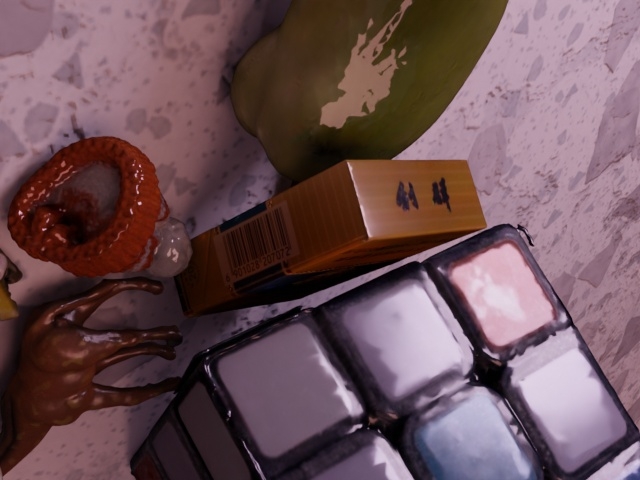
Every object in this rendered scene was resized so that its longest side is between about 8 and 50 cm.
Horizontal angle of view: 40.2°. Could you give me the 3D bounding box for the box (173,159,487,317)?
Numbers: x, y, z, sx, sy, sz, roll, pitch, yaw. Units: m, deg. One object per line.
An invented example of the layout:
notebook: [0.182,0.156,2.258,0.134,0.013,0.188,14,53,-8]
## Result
box: [0.000,0.001,0.745,0.152,0.070,0.237,-6,169,-45]

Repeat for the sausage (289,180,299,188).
sausage: [0.002,-0.091,0.807,0.035,0.030,0.147,-10,130,-41]

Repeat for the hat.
hat: [-0.154,-0.010,0.685,0.112,0.094,0.162,-39,164,3]

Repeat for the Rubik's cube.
Rubik's cube: [0.069,0.244,0.833,0.358,0.362,0.363,-26,165,-29]

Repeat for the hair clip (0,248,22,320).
hair clip: [-0.252,-0.014,0.581,0.062,0.056,0.214,-10,141,3]

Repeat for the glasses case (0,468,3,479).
glasses case: [-0.346,0.230,0.688,0.204,0.051,0.081,-38,117,-2]

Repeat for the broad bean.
broad bean: [0.052,-0.152,0.676,0.189,0.121,0.263,17,127,-46]

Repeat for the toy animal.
toy animal: [-0.229,0.144,0.746,0.229,0.066,0.224,-17,132,-21]
